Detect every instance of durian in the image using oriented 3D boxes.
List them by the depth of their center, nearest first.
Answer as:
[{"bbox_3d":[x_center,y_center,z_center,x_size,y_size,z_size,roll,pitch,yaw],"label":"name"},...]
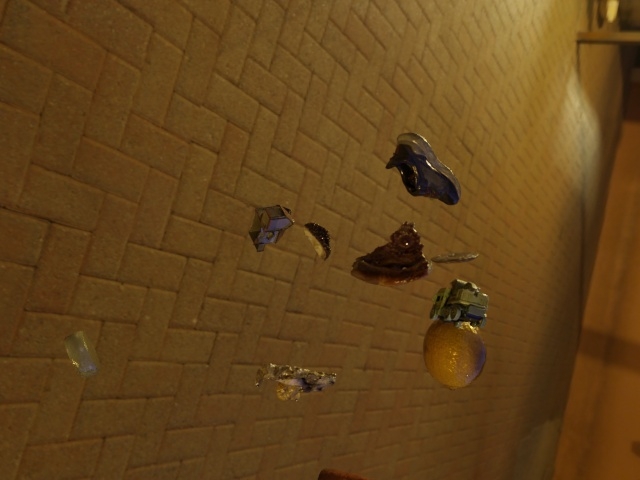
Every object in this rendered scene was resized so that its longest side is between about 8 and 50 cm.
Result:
[{"bbox_3d":[-0.005,0.006,1.427,0.130,0.066,0.052,60,27,-26],"label":"durian"}]

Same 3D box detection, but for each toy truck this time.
[{"bbox_3d":[0.355,0.156,1.319,0.191,0.085,0.116,141,-35,-76],"label":"toy truck"}]

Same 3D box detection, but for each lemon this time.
[{"bbox_3d":[0.400,0.332,1.553,0.188,0.188,0.256,-24,112,-52],"label":"lemon"}]

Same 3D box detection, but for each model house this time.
[{"bbox_3d":[-0.069,-0.025,0.801,0.058,0.057,0.083,-6,138,-30],"label":"model house"}]

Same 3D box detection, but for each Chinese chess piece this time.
[{"bbox_3d":[-0.417,0.200,0.909,0.034,0.084,0.084,-25,128,-19],"label":"Chinese chess piece"}]

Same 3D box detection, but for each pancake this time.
[{"bbox_3d":[0.310,0.039,1.201,0.115,0.115,0.011,-14,100,-55],"label":"pancake"},{"bbox_3d":[0.245,0.039,1.712,0.057,0.266,0.244,62,42,-66],"label":"pancake"}]

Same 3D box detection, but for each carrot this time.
[{"bbox_3d":[0.081,0.565,1.193,0.072,0.205,0.072,21,61,-44],"label":"carrot"}]

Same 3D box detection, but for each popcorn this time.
[{"bbox_3d":[-0.097,0.448,1.588,0.084,0.084,0.084,-30,127,-49],"label":"popcorn"}]

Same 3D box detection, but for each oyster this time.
[{"bbox_3d":[-0.053,0.332,1.289,0.106,0.200,0.061,120,-21,-46],"label":"oyster"}]

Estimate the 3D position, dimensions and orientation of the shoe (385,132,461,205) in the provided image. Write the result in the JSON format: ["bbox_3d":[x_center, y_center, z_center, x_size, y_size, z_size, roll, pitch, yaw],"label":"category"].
[{"bbox_3d":[0.246,-0.154,1.271,0.112,0.099,0.227,-47,109,-18],"label":"shoe"}]
